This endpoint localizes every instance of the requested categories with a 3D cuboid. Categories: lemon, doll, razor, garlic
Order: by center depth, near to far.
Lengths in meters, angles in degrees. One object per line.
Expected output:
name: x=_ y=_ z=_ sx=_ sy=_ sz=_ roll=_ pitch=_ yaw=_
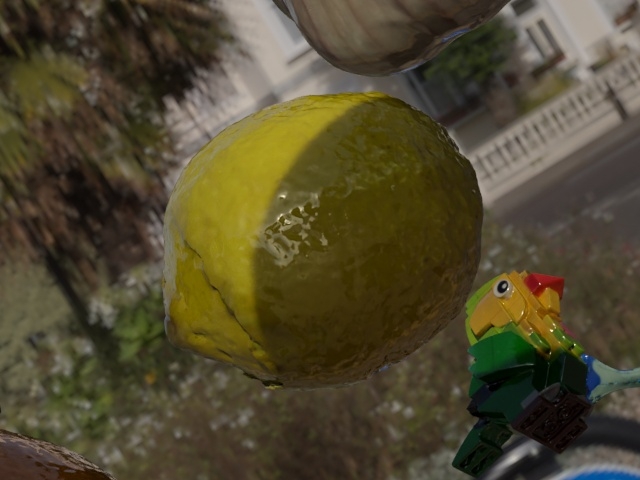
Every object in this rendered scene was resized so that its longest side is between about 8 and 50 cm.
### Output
lemon: x=0.003 y=0.000 z=0.823 sx=0.193 sy=0.181 sz=0.180 roll=1 pitch=-4 yaw=-8
garlic: x=0.069 y=-0.300 z=1.100 sx=0.317 sy=0.317 sz=0.259 roll=-31 pitch=-37 yaw=23
doll: x=0.186 y=0.118 z=1.308 sx=0.134 sy=0.106 sz=0.186 roll=-26 pitch=50 yaw=37
razor: x=0.368 y=0.130 z=1.436 sx=0.324 sy=0.093 sz=0.056 roll=-6 pitch=13 yaw=-24

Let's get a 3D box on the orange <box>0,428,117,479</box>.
orange: x=-0.163 y=0.214 z=0.641 sx=0.261 sy=0.261 sz=0.261 roll=-32 pitch=1 yaw=1
